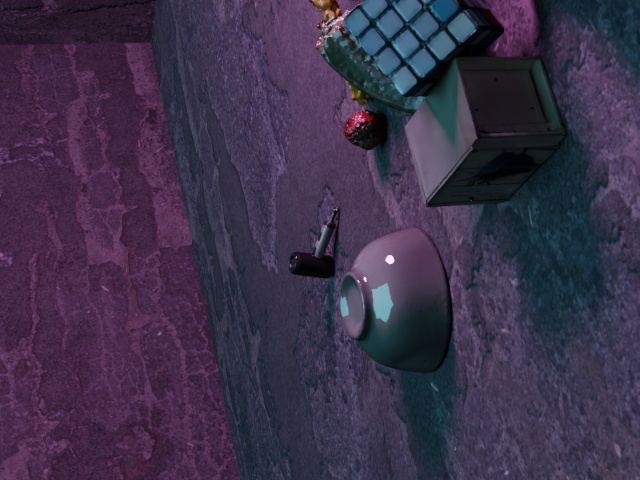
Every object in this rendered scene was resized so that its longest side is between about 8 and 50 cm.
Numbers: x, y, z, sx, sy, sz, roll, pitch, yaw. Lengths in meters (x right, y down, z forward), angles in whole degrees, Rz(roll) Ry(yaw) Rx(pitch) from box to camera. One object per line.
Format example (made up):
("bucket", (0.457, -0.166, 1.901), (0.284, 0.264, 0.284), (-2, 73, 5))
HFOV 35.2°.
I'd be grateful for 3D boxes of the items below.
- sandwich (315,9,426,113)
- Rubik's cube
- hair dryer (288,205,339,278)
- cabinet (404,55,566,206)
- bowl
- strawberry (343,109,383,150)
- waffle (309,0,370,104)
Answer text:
("sandwich", (0.134, -0.311, 1.651), (0.292, 0.109, 0.212), (48, 125, 3))
("Rubik's cube", (0.155, -0.319, 1.503), (0.154, 0.151, 0.155), (-42, 82, 24))
("hair dryer", (0.000, 0.000, 2.381), (0.198, 0.100, 0.057), (-68, 29, 25))
("cabinet", (0.243, -0.160, 1.516), (0.206, 0.145, 0.150), (124, 138, -61))
("bowl", (0.123, 0.119, 1.935), (0.289, 0.146, 0.290), (176, 90, -72))
("strawberry", (0.089, -0.229, 2.065), (0.096, 0.083, 0.083), (-125, 35, -68))
("waffle", (0.041, -0.402, 2.037), (0.280, 0.060, 0.262), (53, -166, -63))
